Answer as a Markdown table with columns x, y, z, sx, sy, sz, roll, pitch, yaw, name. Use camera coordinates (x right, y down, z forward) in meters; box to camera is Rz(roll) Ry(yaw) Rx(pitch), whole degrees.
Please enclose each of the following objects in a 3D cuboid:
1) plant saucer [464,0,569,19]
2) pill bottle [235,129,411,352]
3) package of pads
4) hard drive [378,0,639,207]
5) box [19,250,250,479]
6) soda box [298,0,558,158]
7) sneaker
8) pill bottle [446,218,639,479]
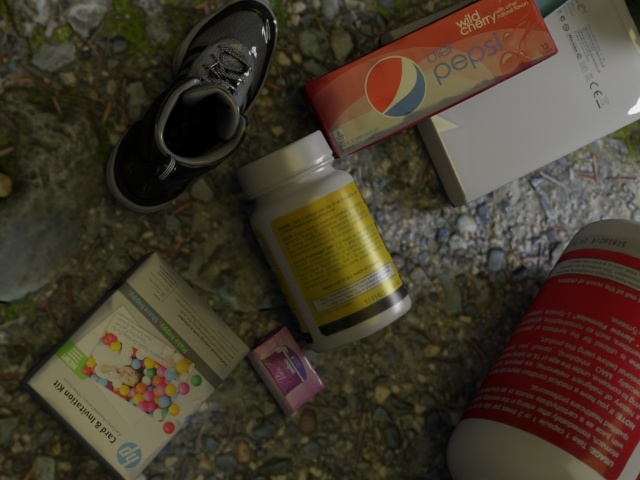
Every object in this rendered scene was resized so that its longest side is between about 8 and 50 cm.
| x | y | z | sx | sy | sz | roll | pitch | yaw | name |
| --- | --- | --- | --- | --- | --- | --- | --- | --- | --- |
| 0.209 | -0.259 | 1.606 | 0.192 | 0.018 | 0.067 | -38 | 98 | -24 | plant saucer |
| 0.000 | 0.000 | 1.460 | 0.119 | 0.119 | 0.208 | -27 | 95 | -26 | pill bottle |
| -0.037 | 0.136 | 1.471 | 0.050 | 0.032 | 0.083 | -36 | 98 | -26 | package of pads |
| 0.242 | -0.195 | 1.644 | 0.319 | 0.040 | 0.210 | -26 | 93 | -26 | hard drive |
| -0.182 | 0.125 | 1.403 | 0.145 | 0.038 | 0.186 | 48 | 68 | -11 | box |
| 0.114 | -0.181 | 1.512 | 0.263 | 0.083 | 0.092 | -27 | 94 | -4 | soda box |
| -0.104 | -0.147 | 1.414 | 0.101 | 0.153 | 0.268 | 38 | 69 | -16 | sneaker |
| 0.280 | 0.195 | 1.502 | 0.229 | 0.229 | 0.407 | 41 | 68 | -14 | pill bottle |
